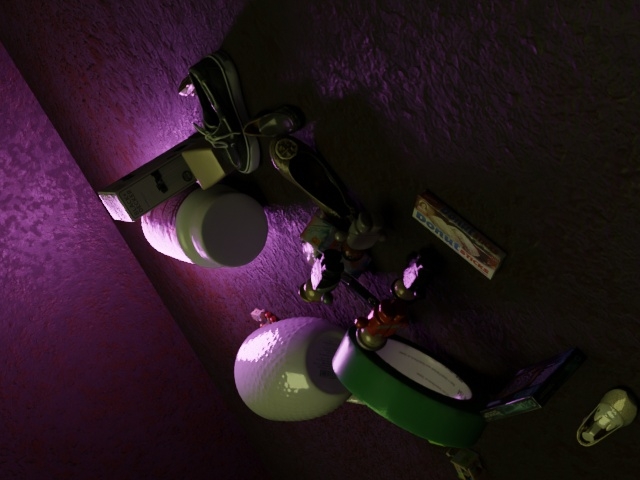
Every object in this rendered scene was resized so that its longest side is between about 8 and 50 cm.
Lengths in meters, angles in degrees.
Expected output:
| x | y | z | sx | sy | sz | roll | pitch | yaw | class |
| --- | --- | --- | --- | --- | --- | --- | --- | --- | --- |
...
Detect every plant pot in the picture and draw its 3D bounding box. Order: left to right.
| x | y | z | sx | sy | sz | roll | pitch | yaw | class |
| --- | --- | --- | --- | --- | --- | --- | --- | --- | --- |
| -0.251 | -0.202 | 1.669 | 0.096 | 0.109 | 0.109 | -7 | 117 | 48 | plant pot |

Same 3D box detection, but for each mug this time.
| x | y | z | sx | sy | sz | roll | pitch | yaw | class |
| --- | --- | --- | --- | --- | --- | --- | --- | --- | --- |
| -0.003 | 0.358 | 1.828 | 0.374 | 0.276 | 0.328 | 28 | 154 | -19 | mug |

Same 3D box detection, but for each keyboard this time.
| x | y | z | sx | sy | sz | roll | pitch | yaw | class |
| --- | --- | --- | --- | --- | --- | --- | --- | --- | --- |
| 0.102 | 0.123 | 1.492 | 0.180 | 0.023 | 0.108 | 41 | 174 | -39 | keyboard |

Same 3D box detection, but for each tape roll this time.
| x | y | z | sx | sy | sz | roll | pitch | yaw | class |
| --- | --- | --- | --- | --- | --- | --- | --- | --- | --- |
| 0.181 | 0.279 | 1.339 | 0.321 | 0.077 | 0.321 | 26 | -172 | -4 | tape roll |

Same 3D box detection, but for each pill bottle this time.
| x | y | z | sx | sy | sz | roll | pitch | yaw | class |
| --- | --- | --- | --- | --- | --- | --- | --- | --- | --- |
| -0.313 | -0.044 | 1.832 | 0.392 | 0.224 | 0.224 | 10 | 132 | 57 | pill bottle |

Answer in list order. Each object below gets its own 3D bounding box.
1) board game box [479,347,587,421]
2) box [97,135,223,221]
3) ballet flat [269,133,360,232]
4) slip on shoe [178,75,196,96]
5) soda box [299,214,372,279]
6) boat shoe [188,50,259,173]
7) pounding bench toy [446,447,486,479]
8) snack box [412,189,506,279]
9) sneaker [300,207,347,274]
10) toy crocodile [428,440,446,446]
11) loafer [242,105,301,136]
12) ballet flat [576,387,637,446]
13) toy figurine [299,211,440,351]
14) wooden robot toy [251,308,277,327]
| x | y | z | sx | sy | sz | roll | pitch | yaw | class |
| --- | --- | --- | --- | --- | --- | --- | --- | --- | --- |
| 0.357 | 0.249 | 1.160 | 0.026 | 0.126 | 0.186 | 49 | 156 | 8 | board game box |
| -0.415 | -0.162 | 1.776 | 0.169 | 0.290 | 0.087 | 9 | 131 | 58 | box |
| -0.007 | -0.115 | 1.363 | 0.250 | 0.084 | 0.058 | 50 | 170 | -5 | ballet flat |
| -0.288 | -0.365 | 1.585 | 0.041 | 0.051 | 0.135 | 20 | 160 | -28 | slip on shoe |
| 0.034 | 0.016 | 1.408 | 0.063 | 0.058 | 0.183 | 34 | 178 | 36 | soda box |
| -0.219 | -0.262 | 1.516 | 0.113 | 0.105 | 0.306 | 36 | 151 | 33 | boat shoe |
| 0.350 | 0.544 | 1.658 | 0.083 | 0.052 | 0.065 | 12 | 134 | 55 | pounding bench toy |
| 0.232 | -0.011 | 1.156 | 0.178 | 0.022 | 0.064 | 42 | 155 | 22 | snack box |
| 0.000 | 0.000 | 1.509 | 0.104 | 0.095 | 0.236 | 47 | 157 | 31 | sneaker |
| 0.195 | 0.355 | 1.615 | 0.340 | 0.105 | 0.115 | 58 | 155 | -12 | toy crocodile |
| -0.098 | -0.234 | 1.394 | 0.170 | 0.061 | 0.062 | 4 | 126 | 58 | loafer |
| 0.467 | 0.298 | 1.118 | 0.057 | 0.052 | 0.168 | 41 | 153 | 25 | ballet flat |
| 0.091 | 0.074 | 1.272 | 0.210 | 0.213 | 0.148 | 35 | 144 | 6 | toy figurine |
| -0.181 | 0.281 | 2.214 | 0.173 | 0.079 | 0.076 | 32 | 149 | 37 | wooden robot toy |
